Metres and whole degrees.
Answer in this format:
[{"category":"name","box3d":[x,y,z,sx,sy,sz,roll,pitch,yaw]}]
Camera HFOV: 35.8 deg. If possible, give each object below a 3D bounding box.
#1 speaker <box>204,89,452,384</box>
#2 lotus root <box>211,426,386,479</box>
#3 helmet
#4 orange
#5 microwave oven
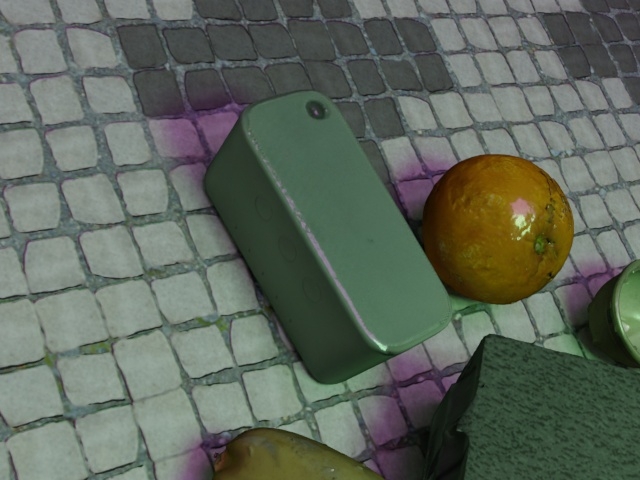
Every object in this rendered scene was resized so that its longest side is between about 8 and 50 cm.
[{"category":"speaker","box3d":[0.000,0.000,1.445,0.183,0.184,0.406,-22,78,-39]},{"category":"lotus root","box3d":[0.011,0.349,1.210,0.342,0.151,0.169,23,67,24]},{"category":"helmet","box3d":[0.558,0.143,1.744,0.257,0.137,0.204,7,72,-31]},{"category":"orange","box3d":[0.284,-0.019,1.609,0.246,0.246,0.246,15,58,-25]},{"category":"microwave oven","box3d":[0.298,0.391,1.328,0.374,0.236,0.432,15,54,1]}]
